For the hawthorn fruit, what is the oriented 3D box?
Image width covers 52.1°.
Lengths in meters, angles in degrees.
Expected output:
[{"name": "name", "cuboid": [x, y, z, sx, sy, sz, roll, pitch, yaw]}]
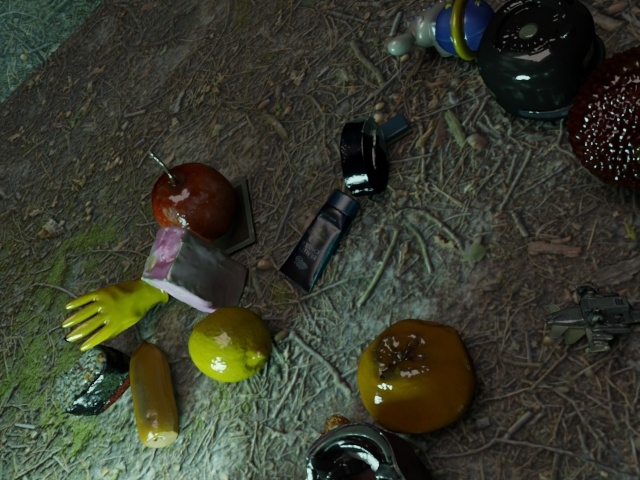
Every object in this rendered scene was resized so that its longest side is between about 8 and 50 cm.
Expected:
[{"name": "hawthorn fruit", "cuboid": [-0.358, -0.095, 1.813, 0.235, 0.263, 0.231, 38, 112, 13]}]

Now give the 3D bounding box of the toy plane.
[{"name": "toy plane", "cuboid": [0.557, 0.132, 1.229, 0.261, 0.088, 0.192, -16, 31, 20]}]

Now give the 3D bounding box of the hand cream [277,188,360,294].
[{"name": "hand cream", "cuboid": [0.000, 0.000, 1.674, 0.120, 0.061, 0.271, 34, 94, 34]}]

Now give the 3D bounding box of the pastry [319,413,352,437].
[{"name": "pastry", "cuboid": [0.035, 0.460, 1.399, 0.087, 0.063, 0.170, -4, 66, 54]}]

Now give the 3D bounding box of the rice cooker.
[{"name": "rice cooker", "cuboid": [0.491, -0.411, 1.466, 0.267, 0.224, 0.267, -14, 59, 24]}]

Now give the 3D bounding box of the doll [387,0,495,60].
[{"name": "doll", "cuboid": [0.348, -0.560, 1.706, 0.242, 0.160, 0.311, -14, 35, 40]}]

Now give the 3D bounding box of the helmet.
[{"name": "helmet", "cuboid": [0.095, 0.523, 1.240, 0.270, 0.197, 0.339, -9, 67, 38]}]

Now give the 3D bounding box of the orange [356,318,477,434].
[{"name": "orange", "cuboid": [0.191, 0.273, 1.319, 0.248, 0.183, 0.249, -16, 57, 26]}]

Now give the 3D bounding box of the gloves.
[{"name": "gloves", "cuboid": [-0.567, 0.184, 1.787, 0.294, 0.116, 0.133, -31, 85, -31]}]

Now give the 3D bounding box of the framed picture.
[{"name": "framed picture", "cuboid": [-0.320, -0.031, 1.906, 0.293, 0.018, 0.231, -25, 55, 19]}]

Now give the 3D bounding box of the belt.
[{"name": "belt", "cuboid": [0.114, -0.211, 1.639, 0.078, 0.151, 0.199, -7, 89, 31]}]

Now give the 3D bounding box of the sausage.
[{"name": "sausage", "cuboid": [-0.441, 0.380, 1.714, 0.112, 0.112, 0.328, -34, 50, 13]}]

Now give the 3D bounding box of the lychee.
[{"name": "lychee", "cuboid": [0.623, -0.238, 1.267, 0.275, 0.276, 0.304, -10, 36, 28]}]

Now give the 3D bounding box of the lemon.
[{"name": "lemon", "cuboid": [-0.219, 0.250, 1.589, 0.244, 0.187, 0.187, 8, 70, 34]}]

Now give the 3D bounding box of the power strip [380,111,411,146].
[{"name": "power strip", "cuboid": [0.174, -0.280, 1.717, 0.123, 0.032, 0.056, -29, 53, 16]}]

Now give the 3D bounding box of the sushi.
[{"name": "sushi", "cuboid": [-0.621, 0.387, 1.806, 0.225, 0.126, 0.136, -39, 52, 11]}]

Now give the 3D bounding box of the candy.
[{"name": "candy", "cuboid": [-0.320, 0.083, 1.689, 0.115, 0.265, 0.156, 5, 68, 37]}]
